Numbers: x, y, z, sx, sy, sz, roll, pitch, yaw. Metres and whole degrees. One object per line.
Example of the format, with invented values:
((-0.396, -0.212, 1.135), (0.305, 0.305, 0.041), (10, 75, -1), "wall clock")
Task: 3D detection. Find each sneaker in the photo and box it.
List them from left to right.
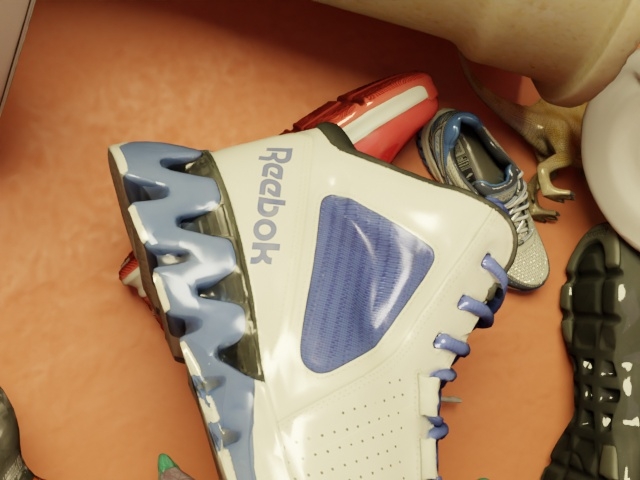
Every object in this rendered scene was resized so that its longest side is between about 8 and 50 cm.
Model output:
((0.000, 0.000, 0.580), (0.221, 0.087, 0.128), (-34, 104, 1), "sneaker")
((0.029, 0.064, 0.455), (0.182, 0.127, 0.315), (-20, 74, -12), "sneaker")
((0.109, -0.025, 0.606), (0.052, 0.058, 0.135), (-34, 96, -12), "sneaker")
((0.210, 0.124, 0.603), (0.106, 0.101, 0.267), (10, 86, -14), "sneaker")

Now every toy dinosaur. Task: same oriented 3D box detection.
((0.157, -0.064, 0.631), (0.183, 0.053, 0.092), (13, 70, -19), "toy dinosaur")

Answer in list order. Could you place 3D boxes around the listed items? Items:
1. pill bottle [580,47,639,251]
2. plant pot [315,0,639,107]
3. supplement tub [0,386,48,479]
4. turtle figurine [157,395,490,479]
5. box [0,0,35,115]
((0.292, -0.083, 0.590), (0.246, 0.136, 0.136), (-22, 93, -31), "pill bottle")
((0.011, -0.256, 0.483), (0.305, 0.334, 0.333), (8, 86, -1), "plant pot")
((-0.293, 0.083, 0.437), (0.338, 0.207, 0.207), (43, 80, -7), "supplement tub")
((0.030, 0.163, 0.551), (0.234, 0.118, 0.175), (-8, 96, -5), "turtle figurine")
((-0.194, -0.234, 0.417), (0.058, 0.232, 0.322), (-11, 75, -30), "box")
